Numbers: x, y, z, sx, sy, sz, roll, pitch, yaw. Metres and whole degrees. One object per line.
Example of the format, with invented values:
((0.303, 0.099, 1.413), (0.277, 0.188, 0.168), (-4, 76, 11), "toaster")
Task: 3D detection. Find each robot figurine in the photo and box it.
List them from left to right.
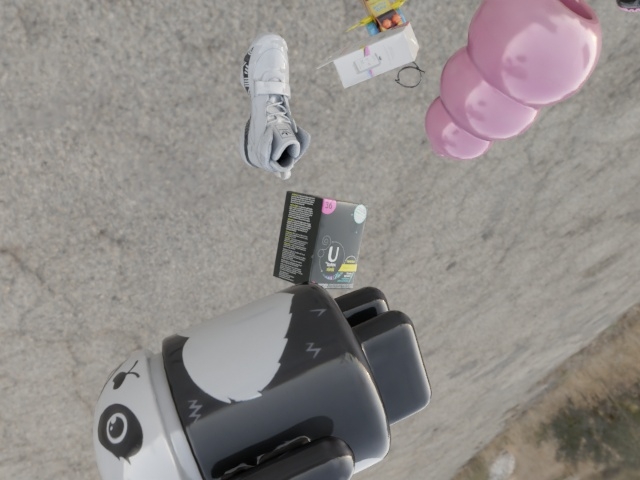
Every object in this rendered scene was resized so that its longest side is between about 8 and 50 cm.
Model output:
((-0.050, 0.137, 0.556), (0.278, 0.173, 0.209), (-22, 163, -10), "robot figurine")

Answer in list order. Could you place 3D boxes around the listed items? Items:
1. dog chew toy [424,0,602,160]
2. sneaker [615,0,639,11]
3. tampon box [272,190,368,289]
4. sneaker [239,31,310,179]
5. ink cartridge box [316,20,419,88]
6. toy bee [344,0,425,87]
((0.294, -0.262, 1.075), (0.207, 0.206, 0.332), (-4, 147, -38), "dog chew toy")
((0.486, -0.370, 0.935), (0.120, 0.047, 0.057), (-10, 164, 34), "sneaker")
((0.000, 0.000, 1.180), (0.121, 0.102, 0.160), (4, 99, -45), "tampon box")
((-0.111, -0.339, 1.681), (0.138, 0.210, 0.365), (-6, 117, -30), "sneaker")
((0.100, -0.384, 1.369), (0.198, 0.115, 0.067), (-16, 113, 22), "ink cartridge box")
((0.178, -0.560, 1.645), (0.195, 0.298, 0.162), (-48, 168, 0), "toy bee")
